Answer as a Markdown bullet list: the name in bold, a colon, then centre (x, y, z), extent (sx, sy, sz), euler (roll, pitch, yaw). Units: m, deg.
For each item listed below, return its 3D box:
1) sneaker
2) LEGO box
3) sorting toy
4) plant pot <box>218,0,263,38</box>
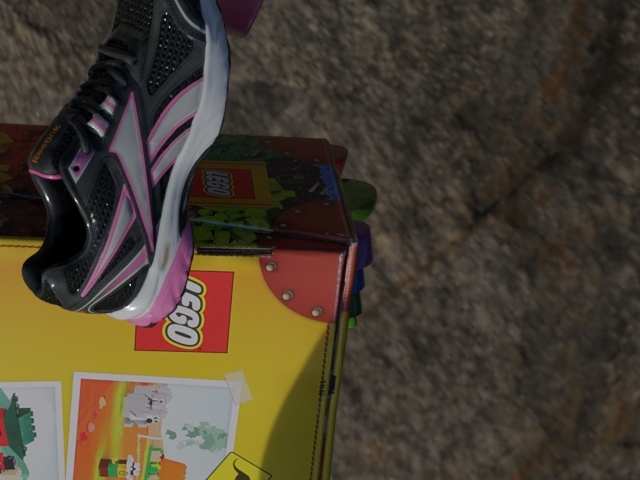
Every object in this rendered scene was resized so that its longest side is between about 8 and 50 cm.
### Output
- **sneaker**: centre (-0.095, -0.046, 0.713), extent (0.077, 0.072, 0.178), euler (3, 95, -37)
- **LEGO box**: centre (-0.188, 0.173, 1.219), extent (0.372, 0.193, 0.500), euler (3, 116, -8)
- **sorting toy**: centre (0.000, 0.000, 1.681), extent (0.127, 0.365, 0.126), euler (-10, 110, -7)
- **plant pot**: centre (-0.111, -0.275, 1.164), extent (0.180, 0.201, 0.201), euler (18, 111, -8)
